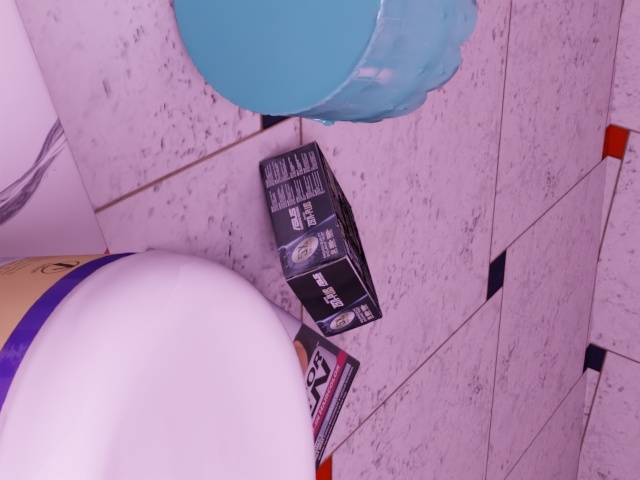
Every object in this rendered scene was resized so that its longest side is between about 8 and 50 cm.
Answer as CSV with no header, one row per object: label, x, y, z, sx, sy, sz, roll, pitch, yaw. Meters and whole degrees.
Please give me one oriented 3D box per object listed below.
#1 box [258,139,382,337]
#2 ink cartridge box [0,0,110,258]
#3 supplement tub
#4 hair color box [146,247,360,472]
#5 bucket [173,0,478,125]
box,0.000,0.000,1.231,0.147,0.078,0.180,59,13,-53
ink cartridge box,-0.272,-0.042,0.696,0.117,0.207,0.283,-51,144,-39
supplement tub,-0.195,0.128,0.543,0.241,0.331,0.241,-3,90,-65
hair color box,-0.098,0.165,1.200,0.374,0.114,0.185,41,68,-58
bucket,0.000,-0.248,1.020,0.183,0.281,0.281,-15,117,-56
